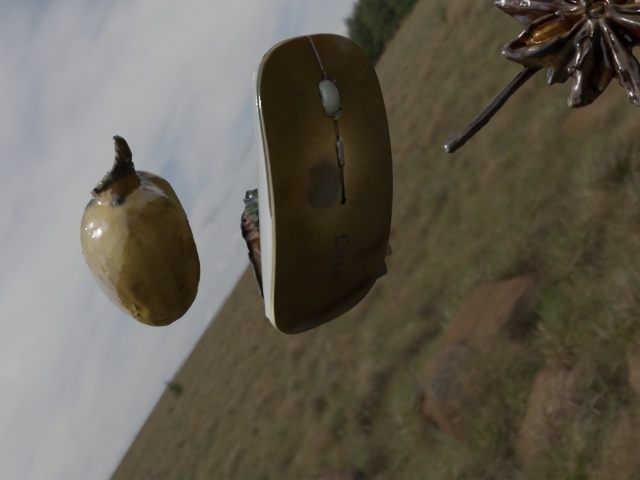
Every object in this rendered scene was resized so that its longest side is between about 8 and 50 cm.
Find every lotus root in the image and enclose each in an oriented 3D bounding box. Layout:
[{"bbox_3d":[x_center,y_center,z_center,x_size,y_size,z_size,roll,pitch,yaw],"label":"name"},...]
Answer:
[{"bbox_3d":[-0.188,-0.004,1.018,0.118,0.125,0.221,-31,-47,-17],"label":"lotus root"}]

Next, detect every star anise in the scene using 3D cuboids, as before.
[{"bbox_3d":[0.204,-0.182,0.843,0.073,0.234,0.177,34,-133,-66],"label":"star anise"}]

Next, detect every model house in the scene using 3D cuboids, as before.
[{"bbox_3d":[0.000,0.000,1.273,0.172,0.166,0.183,-14,8,4],"label":"model house"}]

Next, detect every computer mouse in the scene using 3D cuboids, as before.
[{"bbox_3d":[0.001,-0.032,0.640,0.102,0.045,0.199,-18,-63,-37],"label":"computer mouse"}]
